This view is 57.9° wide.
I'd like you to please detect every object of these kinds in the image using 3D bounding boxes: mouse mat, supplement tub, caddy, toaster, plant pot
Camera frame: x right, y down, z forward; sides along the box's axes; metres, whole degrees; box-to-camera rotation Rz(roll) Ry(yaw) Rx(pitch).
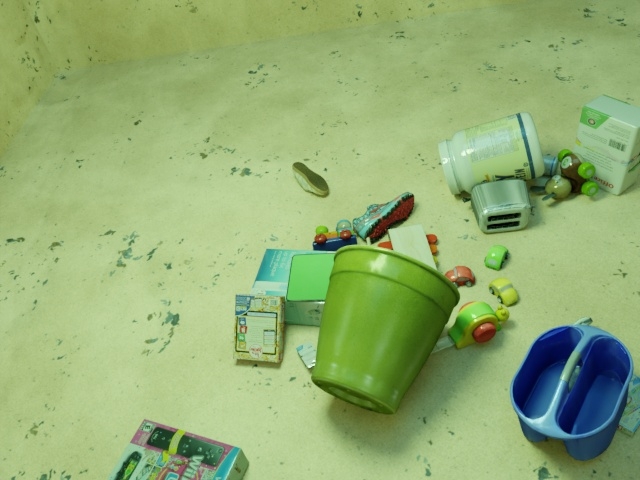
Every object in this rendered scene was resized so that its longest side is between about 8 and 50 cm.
[{"bbox_3d":[-0.023,0.111,1.782,0.152,0.007,0.190,-2,45,9],"label":"mouse mat"},{"bbox_3d":[0.815,-0.281,2.128,0.107,0.071,0.071,15,50,27],"label":"supplement tub"},{"bbox_3d":[0.613,0.357,1.418,0.241,0.179,0.341,14,49,38],"label":"caddy"},{"bbox_3d":[0.602,-0.299,2.051,0.324,0.235,0.236,-15,42,19],"label":"supplement tub"},{"bbox_3d":[0.606,-0.117,1.967,0.226,0.129,0.147,-6,46,5],"label":"toaster"},{"bbox_3d":[0.143,0.255,1.546,0.366,0.366,0.353,13,66,24],"label":"plant pot"}]

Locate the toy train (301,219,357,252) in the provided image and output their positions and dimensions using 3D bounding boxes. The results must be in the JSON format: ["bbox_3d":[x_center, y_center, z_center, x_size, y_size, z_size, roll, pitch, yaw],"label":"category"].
[{"bbox_3d":[0.000,0.000,2.011,0.247,0.105,0.143,-10,33,3],"label":"toy train"}]

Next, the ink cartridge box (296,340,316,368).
[{"bbox_3d":[-0.032,0.344,1.710,0.048,0.028,0.083,-25,45,-12],"label":"ink cartridge box"}]

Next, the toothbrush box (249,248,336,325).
[{"bbox_3d":[-0.052,0.149,1.846,0.295,0.126,0.216,4,47,14],"label":"toothbrush box"}]

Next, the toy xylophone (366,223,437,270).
[{"bbox_3d":[0.272,0.061,1.892,0.236,0.081,0.323,-5,44,8],"label":"toy xylophone"}]

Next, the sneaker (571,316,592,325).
[{"bbox_3d":[0.714,0.267,1.613,0.135,0.052,0.058,-34,57,-12],"label":"sneaker"}]

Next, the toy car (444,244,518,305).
[{"bbox_3d":[0.533,0.084,1.830,0.238,0.053,0.225,19,52,28],"label":"toy car"}]

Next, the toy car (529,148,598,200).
[{"bbox_3d":[0.830,-0.205,2.010,0.188,0.149,0.155,-26,32,2],"label":"toy car"}]

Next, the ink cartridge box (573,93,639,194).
[{"bbox_3d":[0.994,-0.326,1.987,0.117,0.278,0.201,-30,46,-22],"label":"ink cartridge box"}]

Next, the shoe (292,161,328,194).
[{"bbox_3d":[-0.041,-0.235,2.292,0.076,0.058,0.219,-14,44,-32],"label":"shoe"}]

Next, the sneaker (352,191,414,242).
[{"bbox_3d":[0.221,-0.107,2.062,0.261,0.104,0.125,-34,46,-22],"label":"sneaker"}]

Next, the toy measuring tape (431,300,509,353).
[{"bbox_3d":[0.389,0.252,1.649,0.329,0.121,0.121,-19,44,-7],"label":"toy measuring tape"}]

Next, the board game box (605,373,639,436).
[{"bbox_3d":[0.774,0.406,1.466,0.103,0.026,0.154,31,58,36],"label":"board game box"}]

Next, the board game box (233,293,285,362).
[{"bbox_3d":[-0.184,0.260,1.734,0.146,0.045,0.194,2,88,14],"label":"board game box"}]

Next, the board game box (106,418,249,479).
[{"bbox_3d":[-0.367,0.605,1.472,0.303,0.098,0.224,9,48,20],"label":"board game box"}]
